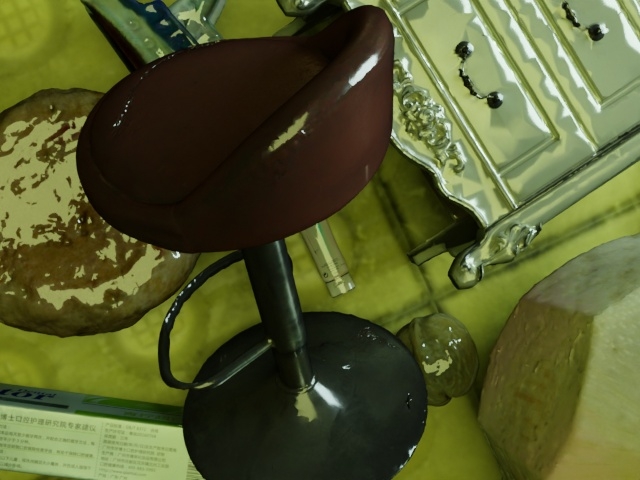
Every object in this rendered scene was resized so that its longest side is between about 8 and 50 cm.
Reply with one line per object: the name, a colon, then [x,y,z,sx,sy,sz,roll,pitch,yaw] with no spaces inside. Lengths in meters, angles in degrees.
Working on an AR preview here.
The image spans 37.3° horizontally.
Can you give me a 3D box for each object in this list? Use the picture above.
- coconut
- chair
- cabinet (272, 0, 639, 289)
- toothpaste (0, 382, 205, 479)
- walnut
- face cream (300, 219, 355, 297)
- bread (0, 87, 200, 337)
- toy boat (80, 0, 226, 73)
coconut: [0.314,0.167,0.815,0.352,0.352,0.353,0,92,-6]
chair: [-0.039,0.009,0.717,0.226,0.226,0.401,-14,134,-5]
cabinet: [0.160,-0.165,0.841,0.318,0.227,0.290,-33,96,-4]
toothpaste: [-0.247,0.180,0.885,0.336,0.081,0.067,9,92,-6]
walnut: [0.111,0.116,0.921,0.092,0.092,0.092,0,92,-6]
face cream: [0.000,0.000,0.934,0.038,0.020,0.115,-25,93,-3]
bread: [-0.220,-0.025,0.861,0.230,0.123,0.230,0,91,-3]
toy boat: [-0.104,-0.158,0.871,0.115,0.114,0.262,-37,96,-8]
